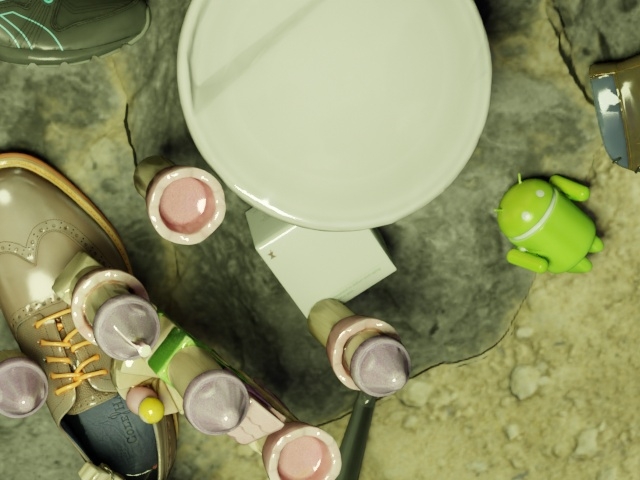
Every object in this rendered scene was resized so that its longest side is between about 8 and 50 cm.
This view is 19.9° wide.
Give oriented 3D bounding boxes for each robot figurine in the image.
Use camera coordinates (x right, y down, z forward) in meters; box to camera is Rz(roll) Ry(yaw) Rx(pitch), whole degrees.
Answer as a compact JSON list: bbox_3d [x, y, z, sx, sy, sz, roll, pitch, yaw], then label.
[{"bbox_3d":[0.218,-0.014,1.755,0.115,0.067,0.101,39,75,-22],"label":"robot figurine"}]

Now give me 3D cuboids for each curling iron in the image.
[{"bbox_3d":[0.030,0.267,1.863,0.068,0.035,0.274,0,114,-14],"label":"curling iron"}]

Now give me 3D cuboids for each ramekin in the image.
[{"bbox_3d":[0.007,-0.141,1.589,0.273,0.127,0.272,0,88,-7],"label":"ramekin"}]

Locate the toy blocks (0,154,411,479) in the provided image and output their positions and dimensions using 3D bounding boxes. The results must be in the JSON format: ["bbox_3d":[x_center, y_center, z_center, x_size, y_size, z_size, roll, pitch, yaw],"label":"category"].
[{"bbox_3d":[-0.104,0.134,1.531,0.288,0.260,0.309,40,89,-23],"label":"toy blocks"}]

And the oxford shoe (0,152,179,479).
[{"bbox_3d":[-0.220,0.086,1.686,0.130,0.132,0.363,-25,115,2],"label":"oxford shoe"}]

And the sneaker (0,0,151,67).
[{"bbox_3d":[-0.279,-0.207,1.568,0.267,0.101,0.106,-2,111,-9],"label":"sneaker"}]

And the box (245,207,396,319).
[{"bbox_3d":[0.000,0.000,1.712,0.101,0.087,0.102,-32,114,5],"label":"box"}]

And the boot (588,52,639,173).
[{"bbox_3d":[0.322,-0.088,1.752,0.106,0.082,0.219,-3,120,15],"label":"boot"}]
